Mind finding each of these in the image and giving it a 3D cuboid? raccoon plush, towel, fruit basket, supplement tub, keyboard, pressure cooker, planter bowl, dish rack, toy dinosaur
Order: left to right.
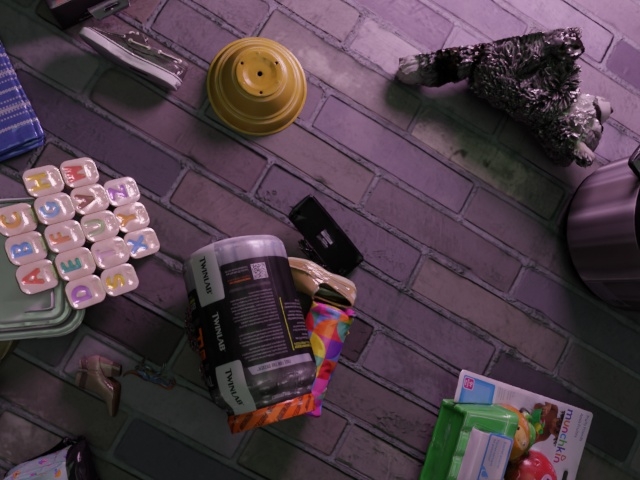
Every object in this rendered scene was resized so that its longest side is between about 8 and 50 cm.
[{"bbox_3d":[-0.726,-0.301,1.236,0.243,0.040,0.336,-25,89,-8],"label":"towel"},{"bbox_3d":[-0.632,0.050,1.186,0.332,0.072,0.286,-4,79,-9],"label":"dish rack"},{"bbox_3d":[-0.339,0.277,1.265,0.090,0.047,0.082,-31,102,23],"label":"toy dinosaur"},{"bbox_3d":[-0.129,0.175,1.175,0.207,0.207,0.338,-13,75,-10],"label":"supplement tub"},{"bbox_3d":[-0.130,-0.337,1.303,0.217,0.090,0.217,0,87,-9],"label":"planter bowl"},{"bbox_3d":[0.000,0.000,1.329,0.100,0.038,0.192,-41,105,-5],"label":"keyboard"},{"bbox_3d":[0.413,-0.290,1.384,0.446,0.216,0.299,-5,102,19],"label":"raccoon plush"},{"bbox_3d":[0.402,0.477,1.302,0.353,0.165,0.327,21,83,-11],"label":"fruit basket"},{"bbox_3d":[0.758,-0.021,1.261,0.369,0.420,0.376,0,86,-9],"label":"pressure cooker"}]

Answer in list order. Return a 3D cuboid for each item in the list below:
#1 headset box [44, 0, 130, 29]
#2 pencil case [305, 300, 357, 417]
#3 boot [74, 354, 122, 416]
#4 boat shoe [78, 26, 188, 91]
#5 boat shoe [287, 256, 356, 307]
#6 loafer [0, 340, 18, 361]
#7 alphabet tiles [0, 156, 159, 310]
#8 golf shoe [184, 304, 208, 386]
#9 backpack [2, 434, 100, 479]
[{"bbox_3d":[-0.490,-0.588,1.250,0.218,0.110,0.293,-30,91,-10],"label":"headset box"},{"bbox_3d":[-0.005,0.242,1.282,0.104,0.104,0.236,23,84,-7],"label":"pencil case"},{"bbox_3d":[-0.445,0.289,1.239,0.086,0.042,0.119,5,84,-3],"label":"boot"},{"bbox_3d":[-0.381,-0.388,1.276,0.219,0.078,0.070,26,83,-15],"label":"boat shoe"},{"bbox_3d":[-0.014,0.091,1.291,0.189,0.072,0.068,17,119,-4],"label":"boat shoe"},{"bbox_3d":[-0.637,0.217,1.203,0.056,0.050,0.148,29,82,-6],"label":"loafer"},{"bbox_3d":[-0.462,-0.017,1.203,0.278,0.021,0.284,-20,89,-35],"label":"alphabet tiles"},{"bbox_3d":[-0.220,0.210,1.274,0.086,0.067,0.186,-12,78,-47],"label":"golf shoe"},{"bbox_3d":[-0.523,0.470,1.174,0.181,0.115,0.152,-15,91,-7],"label":"backpack"}]
